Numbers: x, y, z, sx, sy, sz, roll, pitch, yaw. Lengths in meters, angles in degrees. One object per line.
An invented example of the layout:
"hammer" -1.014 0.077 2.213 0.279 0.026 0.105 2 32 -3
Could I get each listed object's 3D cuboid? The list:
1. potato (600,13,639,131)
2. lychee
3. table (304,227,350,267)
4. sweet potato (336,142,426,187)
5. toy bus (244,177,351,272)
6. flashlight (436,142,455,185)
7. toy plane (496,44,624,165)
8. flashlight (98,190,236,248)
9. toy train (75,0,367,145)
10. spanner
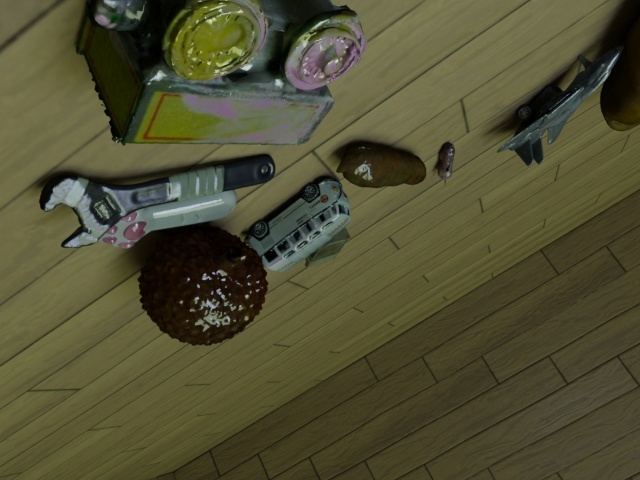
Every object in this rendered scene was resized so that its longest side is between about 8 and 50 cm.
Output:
"potato" 0.610 -0.326 0.957 0.176 0.196 0.369 -8 161 5
"lychee" -0.175 0.068 0.824 0.200 0.200 0.238 -11 165 -40
"table" 0.000 0.000 1.059 0.079 0.062 0.083 -16 155 -31
"sweet potato" 0.125 -0.127 0.938 0.075 0.075 0.273 -43 159 31
"toy bus" -0.031 -0.023 0.936 0.193 0.089 0.087 -36 158 13
"flashlight" 0.249 -0.156 1.075 0.031 0.052 0.110 5 154 10
"toy plane" 0.458 -0.268 1.030 0.212 0.088 0.267 -13 145 -38
"flashlight" -0.206 -0.037 0.737 0.200 0.048 0.093 -15 153 -31
"toy train" -0.082 -0.171 0.477 0.260 0.134 0.177 -8 150 -42
"spanner" -0.187 -0.062 0.691 0.315 0.024 0.087 -18 114 -37
